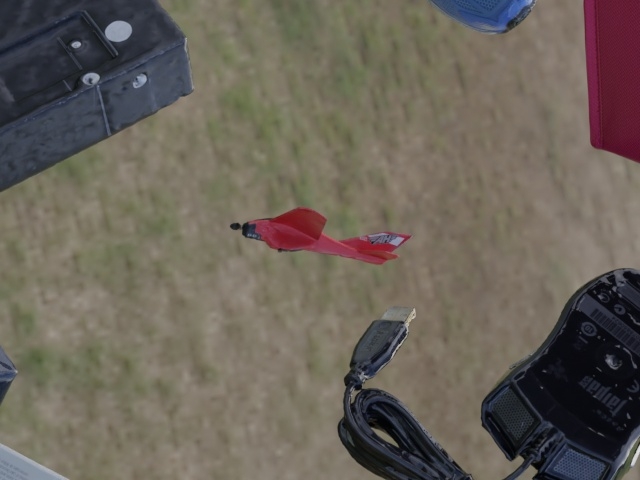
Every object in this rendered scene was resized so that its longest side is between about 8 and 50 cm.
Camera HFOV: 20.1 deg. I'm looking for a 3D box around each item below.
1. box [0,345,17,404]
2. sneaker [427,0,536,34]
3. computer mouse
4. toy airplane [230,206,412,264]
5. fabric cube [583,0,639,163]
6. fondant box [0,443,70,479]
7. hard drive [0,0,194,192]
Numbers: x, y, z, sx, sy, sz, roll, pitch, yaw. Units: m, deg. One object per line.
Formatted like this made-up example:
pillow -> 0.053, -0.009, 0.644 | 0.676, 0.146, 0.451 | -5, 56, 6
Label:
box -> -0.496, 0.184, 1.579 | 0.343, 0.312, 0.179 | -3, 41, -46
sneaker -> 0.087, -0.334, 1.830 | 0.330, 0.130, 0.147 | 47, 22, 14
computer mouse -> 0.119, 0.090, 1.103 | 0.262, 0.184, 0.060 | -48, 168, -41
toy airplane -> 0.000, 0.000, 1.463 | 0.151, 0.151, 0.028 | 22, 71, -61
fabric cube -> 0.313, -0.163, 0.946 | 0.254, 0.258, 0.259 | -35, 133, -31
fondant box -> -0.289, 0.333, 1.429 | 0.330, 0.238, 0.096 | -59, 162, -18
hard drive -> -0.283, -0.110, 1.163 | 0.237, 0.339, 0.064 | 51, -20, 30
